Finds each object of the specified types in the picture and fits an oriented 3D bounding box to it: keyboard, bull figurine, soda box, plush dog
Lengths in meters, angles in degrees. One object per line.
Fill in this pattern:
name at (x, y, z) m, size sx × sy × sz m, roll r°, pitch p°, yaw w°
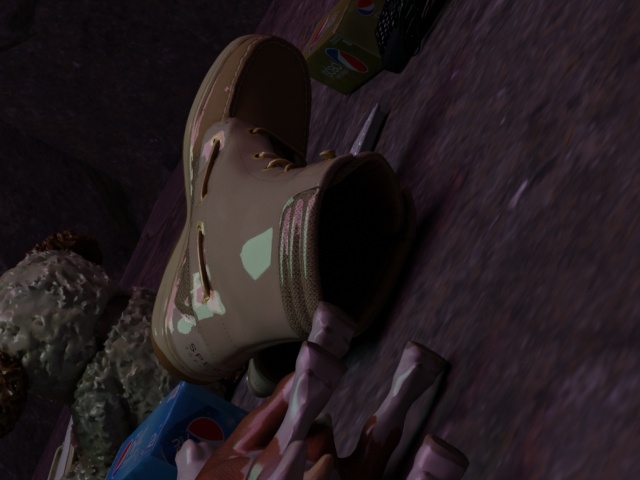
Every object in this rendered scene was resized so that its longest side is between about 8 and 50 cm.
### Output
keyboard at (0.000, 0.000, 1.426) m, size 0.072 × 0.014 × 0.256 m, roll -50°, pitch 15°, yaw 56°
keyboard at (0.074, -0.234, 1.470) m, size 0.100 × 0.038 × 0.192 m, roll -109°, pitch 30°, yaw -50°
bull figurine at (-0.019, 0.131, 0.826) m, size 0.188 × 0.101 × 0.310 m, roll -59°, pitch 8°, yaw 8°
soda box at (-0.115, 0.177, 1.357) m, size 0.067 × 0.071 × 0.210 m, roll -66°, pitch 9°, yaw -26°
soda box at (0.031, -0.191, 1.678) m, size 0.058 × 0.061 × 0.181 m, roll -64°, pitch 9°, yaw -9°
plush dog at (-0.194, 0.101, 1.545) m, size 0.210 × 0.225 × 0.262 m, roll -55°, pitch 11°, yaw 43°

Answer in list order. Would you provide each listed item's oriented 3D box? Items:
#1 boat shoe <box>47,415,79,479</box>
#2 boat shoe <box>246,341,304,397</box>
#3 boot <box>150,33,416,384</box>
boat shoe at (-0.209, 0.217, 1.666) m, size 0.103 × 0.113 × 0.302 m, roll -47°, pitch 17°, yaw 41°
boat shoe at (-0.018, 0.042, 1.271) m, size 0.048 × 0.056 × 0.153 m, roll -41°, pitch 29°, yaw 56°
boot at (-0.016, -0.041, 1.170) m, size 0.203 × 0.095 × 0.262 m, roll -20°, pitch 50°, yaw 53°
